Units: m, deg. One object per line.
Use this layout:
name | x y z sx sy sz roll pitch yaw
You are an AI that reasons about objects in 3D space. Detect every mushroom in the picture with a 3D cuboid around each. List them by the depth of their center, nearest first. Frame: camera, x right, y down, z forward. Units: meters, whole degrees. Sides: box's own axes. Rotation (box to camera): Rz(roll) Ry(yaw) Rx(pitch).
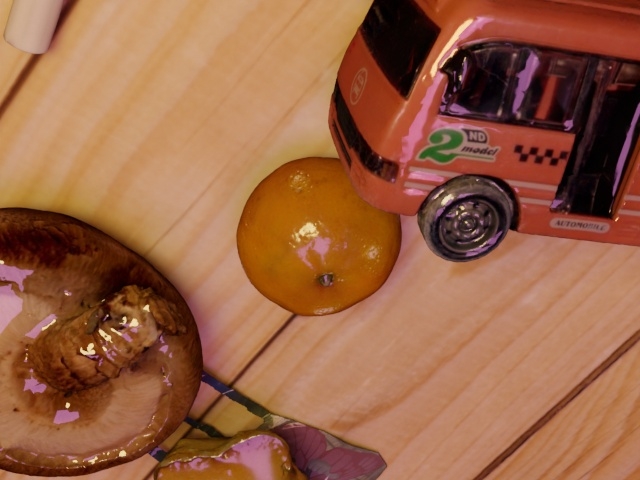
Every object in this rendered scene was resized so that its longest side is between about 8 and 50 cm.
mushroom | -0.246 0.093 0.934 0.278 0.163 0.297 -29 125 21

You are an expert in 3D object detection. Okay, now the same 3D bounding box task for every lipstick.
lipstick | -0.215 -0.213 0.792 0.038 0.038 0.131 16 121 -21

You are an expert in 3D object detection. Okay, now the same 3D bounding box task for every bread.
bread | -0.088 0.296 1.129 0.160 0.088 0.233 -19 128 -7

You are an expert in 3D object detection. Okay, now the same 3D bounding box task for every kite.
kite | -0.091 0.247 1.155 0.204 0.022 0.360 -40 123 17

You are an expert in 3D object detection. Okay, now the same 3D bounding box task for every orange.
orange | 0.000 0.000 0.930 0.156 0.124 0.156 -5 122 -7

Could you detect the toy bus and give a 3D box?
toy bus | 0.235 -0.115 0.847 0.426 0.203 0.233 6 119 -15
